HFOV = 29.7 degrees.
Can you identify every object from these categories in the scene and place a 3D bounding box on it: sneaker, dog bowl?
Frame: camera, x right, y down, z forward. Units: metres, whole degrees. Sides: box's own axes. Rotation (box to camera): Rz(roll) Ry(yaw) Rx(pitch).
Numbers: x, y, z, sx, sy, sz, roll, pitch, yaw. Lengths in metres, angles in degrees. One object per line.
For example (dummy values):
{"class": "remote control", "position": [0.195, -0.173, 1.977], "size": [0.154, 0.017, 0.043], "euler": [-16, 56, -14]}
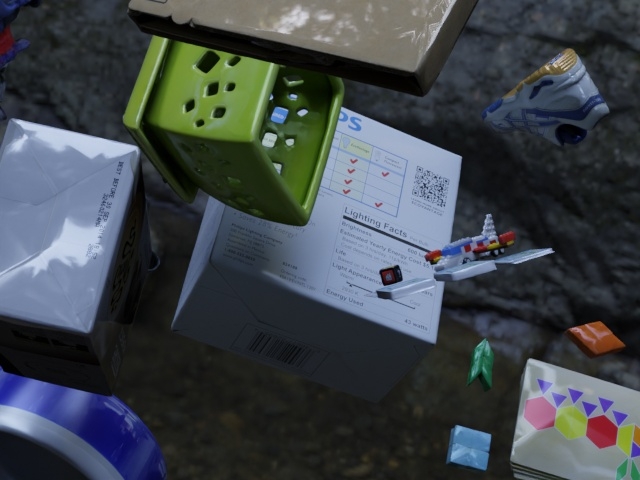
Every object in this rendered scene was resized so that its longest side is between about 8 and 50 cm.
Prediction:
{"class": "sneaker", "position": [0.349, -0.194, 1.894], "size": [0.112, 0.296, 0.131], "euler": [-37, 91, -10]}
{"class": "dog bowl", "position": [-0.315, 0.269, 1.393], "size": [0.265, 0.264, 0.104], "euler": [18, 42, 9]}

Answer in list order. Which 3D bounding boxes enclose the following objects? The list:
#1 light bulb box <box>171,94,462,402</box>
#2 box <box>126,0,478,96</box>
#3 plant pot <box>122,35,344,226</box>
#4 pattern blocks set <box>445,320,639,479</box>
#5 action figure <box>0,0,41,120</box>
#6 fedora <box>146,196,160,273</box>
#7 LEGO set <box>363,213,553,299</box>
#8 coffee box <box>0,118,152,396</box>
{"class": "light bulb box", "position": [0.000, 0.000, 1.857], "size": [0.358, 0.225, 0.361], "euler": [21, 53, -12]}
{"class": "box", "position": [0.023, -0.165, 0.551], "size": [0.164, 0.021, 0.201], "euler": [18, 70, 33]}
{"class": "plant pot", "position": [-0.115, -0.169, 1.564], "size": [0.207, 0.227, 0.228], "euler": [5, 65, 21]}
{"class": "pattern blocks set", "position": [0.317, 0.231, 1.435], "size": [0.325, 0.026, 0.285], "euler": [25, 62, -1]}
{"class": "action figure", "position": [-0.339, -0.259, 1.031], "size": [0.179, 0.330, 0.341], "euler": [-8, 19, 27]}
{"class": "fedora", "position": [-0.433, -0.057, 2.185], "size": [0.334, 0.152, 0.334], "euler": [21, 9, -3]}
{"class": "LEGO set", "position": [0.136, 0.019, 1.356], "size": [0.183, 0.060, 0.244], "euler": [-16, 1, -7]}
{"class": "coffee box", "position": [-0.235, 0.030, 1.114], "size": [0.119, 0.297, 0.168], "euler": [13, 71, -2]}
